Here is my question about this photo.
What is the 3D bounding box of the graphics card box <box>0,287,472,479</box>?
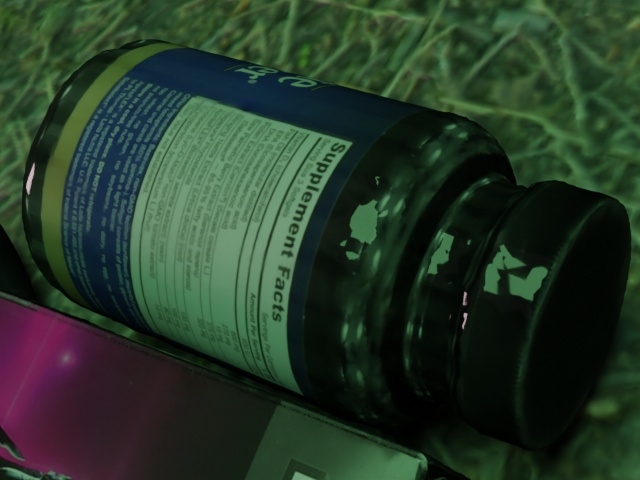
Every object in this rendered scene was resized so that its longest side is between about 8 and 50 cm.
[{"bbox_3d":[-0.147,0.130,0.432,0.371,0.094,0.232,18,78,28],"label":"graphics card box"}]

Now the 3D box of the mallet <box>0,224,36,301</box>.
[{"bbox_3d":[-0.216,0.067,0.560,0.190,0.039,0.062,-43,56,-2],"label":"mallet"}]

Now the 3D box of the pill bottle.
[{"bbox_3d":[0.000,0.000,0.458,0.219,0.123,0.122,19,68,30],"label":"pill bottle"}]
